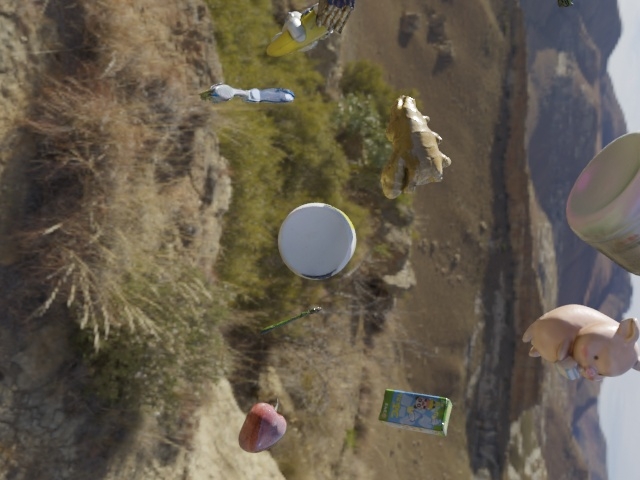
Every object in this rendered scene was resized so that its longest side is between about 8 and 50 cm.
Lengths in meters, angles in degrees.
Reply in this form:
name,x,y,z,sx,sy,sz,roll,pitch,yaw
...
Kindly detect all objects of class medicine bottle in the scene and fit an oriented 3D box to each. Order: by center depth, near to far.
name,x,y,z,sx,sy,sz,roll,pitch,yaw
medicine bottle,0.660,-0.040,1.282,0.241,0.302,0.241,-55,-170,15
medicine bottle,0.000,0.000,1.337,0.258,0.143,0.143,1,91,-86

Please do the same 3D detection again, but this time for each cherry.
name,x,y,z,sx,sy,sz,roll,pitch,yaw
cherry,-0.131,0.438,1.557,0.106,0.087,0.126,20,91,-39

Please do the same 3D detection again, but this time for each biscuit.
name,x,y,z,sx,sy,sz,roll,pitch,yaw
biscuit,0.045,-0.622,1.595,0.106,0.070,0.252,137,-37,-69

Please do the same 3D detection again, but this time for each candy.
name,x,y,z,sx,sy,sz,roll,pitch,yaw
candy,0.273,0.494,1.931,0.062,0.194,0.097,54,47,-52

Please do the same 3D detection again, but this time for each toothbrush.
name,x,y,z,sx,sy,sz,roll,pitch,yaw
toothbrush,-0.135,-0.309,1.428,0.413,0.042,0.035,-26,102,-66

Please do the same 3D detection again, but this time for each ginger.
name,x,y,z,sx,sy,sz,roll,pitch,yaw
ginger,0.175,-0.174,1.240,0.081,0.115,0.205,26,65,-56

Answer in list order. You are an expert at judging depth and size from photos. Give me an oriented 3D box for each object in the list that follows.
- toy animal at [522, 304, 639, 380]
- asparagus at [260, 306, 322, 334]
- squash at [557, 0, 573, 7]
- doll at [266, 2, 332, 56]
name,x,y,z,sx,sy,sz,roll,pitch,yaw
toy animal,0.722,0.283,1.833,0.213,0.256,0.195,-37,129,-12
asparagus,-0.100,0.275,2.317,0.023,0.232,0.022,92,-24,-67
squash,0.382,-0.425,0.973,0.183,0.052,0.052,106,3,-52
doll,-0.044,-0.556,1.756,0.111,0.237,0.252,52,17,-17
